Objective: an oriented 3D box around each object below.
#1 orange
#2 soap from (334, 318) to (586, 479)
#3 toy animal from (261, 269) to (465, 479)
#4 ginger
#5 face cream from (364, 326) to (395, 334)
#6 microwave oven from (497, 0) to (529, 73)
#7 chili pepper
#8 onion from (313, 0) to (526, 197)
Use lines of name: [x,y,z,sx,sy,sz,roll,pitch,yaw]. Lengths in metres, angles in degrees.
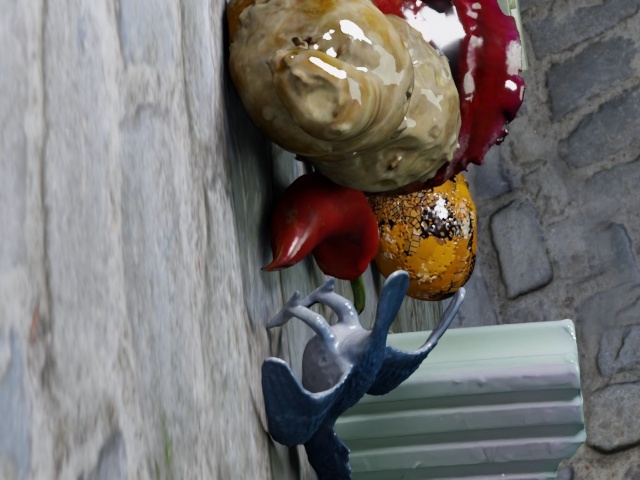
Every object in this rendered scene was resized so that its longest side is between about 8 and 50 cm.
orange: [0.168,-0.015,2.112,0.234,0.182,0.235,167,-90,-89]
soap: [0.133,0.183,1.395,0.095,0.289,0.173,-78,159,-58]
toy animal: [0.030,0.122,1.229,0.176,0.239,0.255,58,-39,8]
ginger: [0.012,-0.154,1.246,0.256,0.176,0.375,50,13,4]
face cream: [0.061,0.170,1.638,0.283,0.073,0.073,-61,143,-75]
microwave oven: [0.199,-0.379,2.240,0.355,0.286,0.219,-59,141,-74]
chili pepper: [0.000,-0.007,1.411,0.368,0.091,0.137,31,72,-70]
onion: [0.084,-0.216,1.520,0.146,0.280,0.315,9,74,-66]
